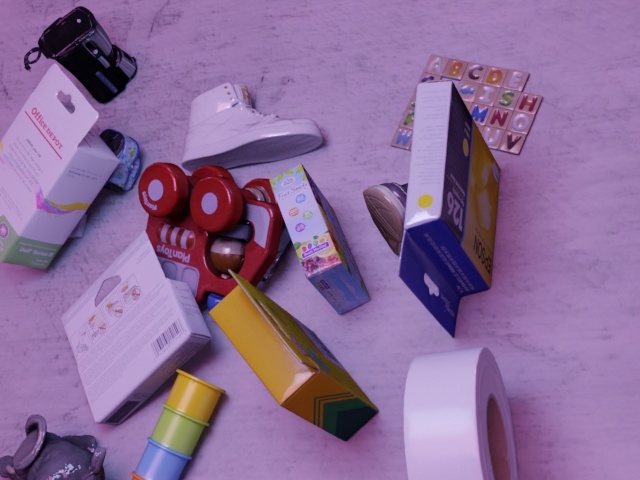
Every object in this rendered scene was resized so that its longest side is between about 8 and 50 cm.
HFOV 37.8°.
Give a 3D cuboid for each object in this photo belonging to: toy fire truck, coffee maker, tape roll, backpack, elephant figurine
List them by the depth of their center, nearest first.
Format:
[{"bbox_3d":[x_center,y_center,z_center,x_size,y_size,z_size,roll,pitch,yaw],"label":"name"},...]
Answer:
[{"bbox_3d":[0.203,0.295,1.305,0.100,0.286,0.286,-10,64,19],"label":"tape roll"},{"bbox_3d":[-0.480,0.387,1.645,0.186,0.169,0.239,-21,39,-19],"label":"elephant figurine"},{"bbox_3d":[-0.202,-0.001,1.691,0.302,0.169,0.253,16,101,32],"label":"toy fire truck"},{"bbox_3d":[-0.417,-0.163,1.891,0.105,0.084,0.114,26,91,36],"label":"backpack"},{"bbox_3d":[-0.503,-0.381,1.975,0.171,0.178,0.120,-18,59,13],"label":"coffee maker"}]

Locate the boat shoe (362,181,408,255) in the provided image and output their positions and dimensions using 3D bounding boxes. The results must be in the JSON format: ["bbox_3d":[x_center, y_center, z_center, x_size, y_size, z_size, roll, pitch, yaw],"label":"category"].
[{"bbox_3d":[0.134,-0.048,1.496,0.092,0.285,0.103,-36,76,-2],"label":"boat shoe"}]

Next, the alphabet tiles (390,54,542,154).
[{"bbox_3d":[0.265,-0.230,1.674,0.237,0.009,0.198,17,75,29],"label":"alphabet tiles"}]

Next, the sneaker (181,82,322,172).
[{"bbox_3d":[-0.135,-0.237,1.793,0.293,0.108,0.169,-7,68,22],"label":"sneaker"}]

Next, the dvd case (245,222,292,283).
[{"bbox_3d":[-0.101,0.011,1.721,0.087,0.013,0.119,27,81,31],"label":"dvd case"}]

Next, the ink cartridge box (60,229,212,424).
[{"bbox_3d":[-0.341,0.159,1.688,0.275,0.060,0.239,-43,55,22],"label":"ink cartridge box"}]

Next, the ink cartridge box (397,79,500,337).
[{"bbox_3d":[0.207,-0.039,1.441,0.072,0.303,0.307,-3,67,23],"label":"ink cartridge box"}]

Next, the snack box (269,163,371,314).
[{"bbox_3d":[0.000,0.000,1.587,0.070,0.174,0.207,-25,59,8],"label":"snack box"}]

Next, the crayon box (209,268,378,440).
[{"bbox_3d":[-0.046,0.183,1.440,0.081,0.318,0.202,-43,58,1],"label":"crayon box"}]

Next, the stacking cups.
[{"bbox_3d":[-0.268,0.379,1.579,0.096,0.096,0.316,17,75,29],"label":"stacking cups"}]

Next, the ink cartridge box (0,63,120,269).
[{"bbox_3d":[-0.533,-0.144,1.837,0.353,0.119,0.207,-52,57,14],"label":"ink cartridge box"}]

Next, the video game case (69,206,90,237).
[{"bbox_3d":[-0.570,-0.096,1.967,0.212,0.023,0.193,-1,67,23],"label":"video game case"}]
